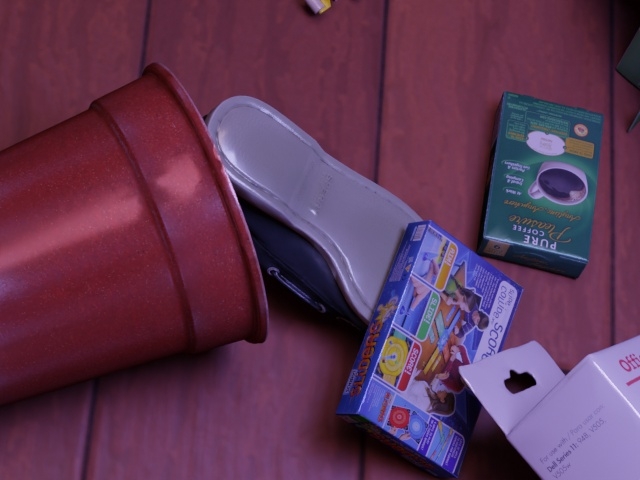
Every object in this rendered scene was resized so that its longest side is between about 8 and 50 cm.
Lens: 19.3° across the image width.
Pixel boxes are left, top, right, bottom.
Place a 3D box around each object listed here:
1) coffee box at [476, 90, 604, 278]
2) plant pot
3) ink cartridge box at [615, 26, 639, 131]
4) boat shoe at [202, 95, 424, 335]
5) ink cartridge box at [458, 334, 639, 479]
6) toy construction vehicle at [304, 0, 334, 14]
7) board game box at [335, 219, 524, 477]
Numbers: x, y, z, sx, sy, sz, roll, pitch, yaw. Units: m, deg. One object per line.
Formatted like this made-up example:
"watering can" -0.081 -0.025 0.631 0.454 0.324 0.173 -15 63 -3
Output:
"coffee box" 0.224 -0.058 1.918 0.113 0.040 0.184 12 60 -5
"plant pot" -0.220 0.014 1.669 0.265 0.272 0.272 -22 69 -14
"ink cartridge box" 0.379 -0.220 2.000 0.062 0.109 0.209 41 62 11
"boat shoe" -0.002 0.003 1.789 0.340 0.113 0.127 37 59 -21
"ink cartridge box" 0.307 0.200 1.700 0.353 0.119 0.207 49 25 15
"toy construction vehicle" 0.007 -0.284 2.000 0.098 0.035 0.086 -41 88 -25
"board game box" 0.105 0.101 1.752 0.136 0.035 0.201 35 65 -30
